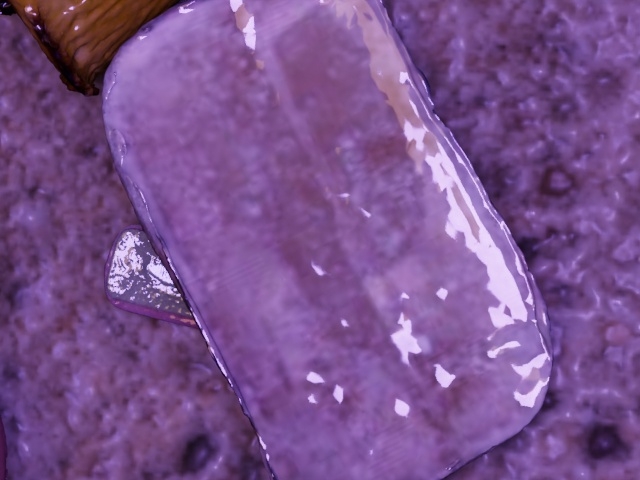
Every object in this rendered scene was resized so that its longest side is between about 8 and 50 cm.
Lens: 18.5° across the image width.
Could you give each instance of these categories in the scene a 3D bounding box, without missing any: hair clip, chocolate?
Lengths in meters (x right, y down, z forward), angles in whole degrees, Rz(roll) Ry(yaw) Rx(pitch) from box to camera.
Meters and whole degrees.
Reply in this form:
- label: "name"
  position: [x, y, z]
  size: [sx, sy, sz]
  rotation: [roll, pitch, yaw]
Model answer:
- label: "hair clip"
  position: [-0.062, 0.029, 1.181]
  size: [0.137, 0.022, 0.054]
  rotation: [13, 90, 9]
- label: "chocolate"
  position: [0.000, 0.000, 1.117]
  size: [0.185, 0.100, 0.303]
  rotation: [-25, 81, -14]

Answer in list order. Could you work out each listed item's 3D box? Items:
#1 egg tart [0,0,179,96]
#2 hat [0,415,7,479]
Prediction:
- label: "egg tart"
  position: [-0.144, -0.202, 1.135]
  size: [0.171, 0.215, 0.215]
  rotation: [-33, 77, 0]
- label: "hat"
  position: [-0.273, 0.143, 1.201]
  size: [0.205, 0.089, 0.205]
  rotation: [-1, 87, 21]
